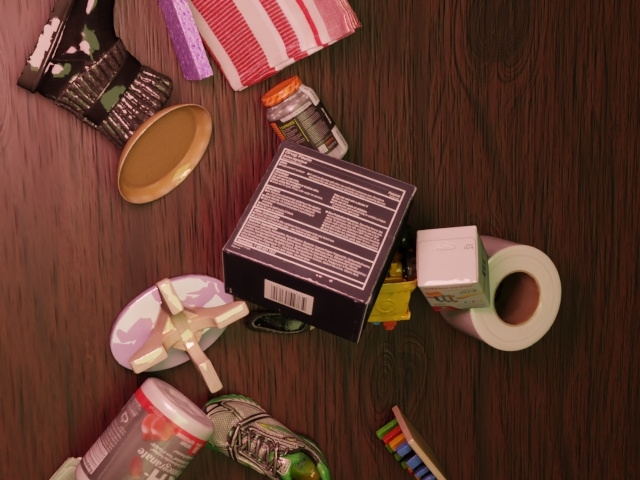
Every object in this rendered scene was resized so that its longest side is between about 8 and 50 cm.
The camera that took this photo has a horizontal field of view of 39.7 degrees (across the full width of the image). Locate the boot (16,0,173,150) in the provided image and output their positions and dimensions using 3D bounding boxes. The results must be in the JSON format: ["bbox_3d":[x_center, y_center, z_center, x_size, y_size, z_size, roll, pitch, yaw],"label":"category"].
[{"bbox_3d":[-0.386,-0.372,1.693,0.260,0.131,0.348,28,98,-16],"label":"boot"}]

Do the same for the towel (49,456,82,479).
[{"bbox_3d":[-0.471,0.631,1.870,0.325,0.038,0.248,41,83,-22],"label":"towel"}]

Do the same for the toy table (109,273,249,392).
[{"bbox_3d":[-0.285,0.183,1.808,0.274,0.161,0.252,-39,110,-13],"label":"toy table"}]

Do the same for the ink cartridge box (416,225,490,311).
[{"bbox_3d":[0.281,0.061,1.870,0.128,0.176,0.128,-6,67,18],"label":"ink cartridge box"}]

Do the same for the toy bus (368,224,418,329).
[{"bbox_3d":[0.135,0.085,1.959,0.149,0.220,0.212,-5,131,0],"label":"toy bus"}]

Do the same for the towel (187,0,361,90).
[{"bbox_3d":[-0.110,-0.445,1.719,0.237,0.328,0.037,57,36,-18],"label":"towel"}]

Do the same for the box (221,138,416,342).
[{"bbox_3d":[0.000,0.000,1.762,0.296,0.183,0.294,21,59,8],"label":"box"}]

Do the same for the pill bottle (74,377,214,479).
[{"bbox_3d":[-0.373,0.447,1.769,0.176,0.176,0.319,40,86,-22],"label":"pill bottle"}]

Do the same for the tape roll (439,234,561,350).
[{"bbox_3d":[0.411,0.119,2.065,0.246,0.169,0.246,-4,100,-22],"label":"tape roll"}]

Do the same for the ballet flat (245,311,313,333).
[{"bbox_3d":[-0.080,0.182,1.946,0.173,0.049,0.058,-1,99,-21],"label":"ballet flat"}]

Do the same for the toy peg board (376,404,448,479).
[{"bbox_3d":[0.207,0.495,2.057,0.079,0.161,0.161,-37,110,4],"label":"toy peg board"}]

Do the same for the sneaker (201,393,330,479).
[{"bbox_3d":[-0.116,0.441,1.921,0.343,0.146,0.134,28,88,-22],"label":"sneaker"}]

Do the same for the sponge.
[{"bbox_3d":[-0.273,-0.419,1.741,0.031,0.117,0.210,-24,106,-18],"label":"sponge"}]

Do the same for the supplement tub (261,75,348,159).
[{"bbox_3d":[-0.035,-0.242,1.862,0.117,0.117,0.190,-38,110,-12],"label":"supplement tub"}]

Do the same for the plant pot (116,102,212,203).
[{"bbox_3d":[-0.310,-0.175,1.736,0.032,0.236,0.236,40,81,20],"label":"plant pot"}]
